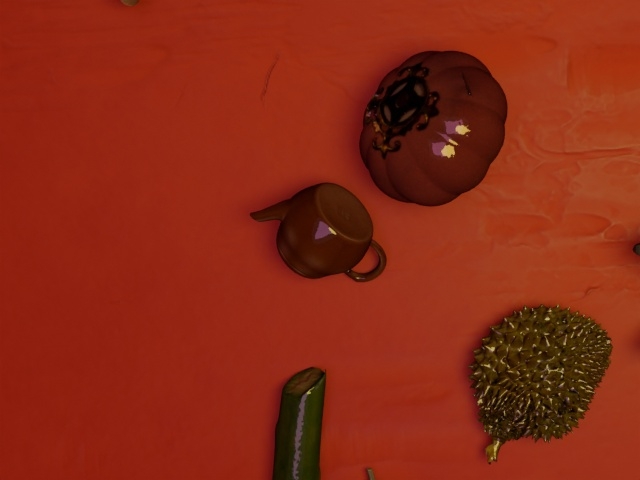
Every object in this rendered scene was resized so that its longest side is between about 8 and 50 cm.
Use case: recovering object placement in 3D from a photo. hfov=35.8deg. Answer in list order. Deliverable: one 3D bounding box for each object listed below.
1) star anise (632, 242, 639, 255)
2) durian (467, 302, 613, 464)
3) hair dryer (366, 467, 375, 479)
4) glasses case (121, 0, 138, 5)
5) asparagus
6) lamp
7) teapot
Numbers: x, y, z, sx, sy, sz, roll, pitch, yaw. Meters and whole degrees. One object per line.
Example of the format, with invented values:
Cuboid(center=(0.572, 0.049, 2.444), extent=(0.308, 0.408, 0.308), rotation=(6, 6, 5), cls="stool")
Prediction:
Cuboid(center=(0.496, 0.043, 1.069), extent=(0.332, 0.117, 0.331), rotation=(0, 97, 3), cls="star anise")
Cuboid(center=(0.237, 0.168, 1.131), extent=(0.147, 0.102, 0.208), rotation=(31, 102, 2), cls="durian")
Cuboid(center=(0.051, 0.385, 1.195), extent=(0.125, 0.071, 0.219), rotation=(2, 87, 10), cls="hair dryer")
Cuboid(center=(-0.220, -0.387, 1.207), extent=(0.102, 0.070, 0.193), rotation=(30, 101, 35), cls="glasses case")
Cuboid(center=(-0.031, 0.291, 1.203), extent=(0.067, 0.060, 0.277), rotation=(4, 93, 20), cls="asparagus")
Cuboid(center=(0.130, -0.122, 1.110), extent=(0.182, 0.140, 0.182), rotation=(-27, 50, 37), cls="lamp")
Cuboid(center=(0.000, 0.000, 1.167), extent=(0.173, 0.116, 0.116), rotation=(32, 99, -20), cls="teapot")
